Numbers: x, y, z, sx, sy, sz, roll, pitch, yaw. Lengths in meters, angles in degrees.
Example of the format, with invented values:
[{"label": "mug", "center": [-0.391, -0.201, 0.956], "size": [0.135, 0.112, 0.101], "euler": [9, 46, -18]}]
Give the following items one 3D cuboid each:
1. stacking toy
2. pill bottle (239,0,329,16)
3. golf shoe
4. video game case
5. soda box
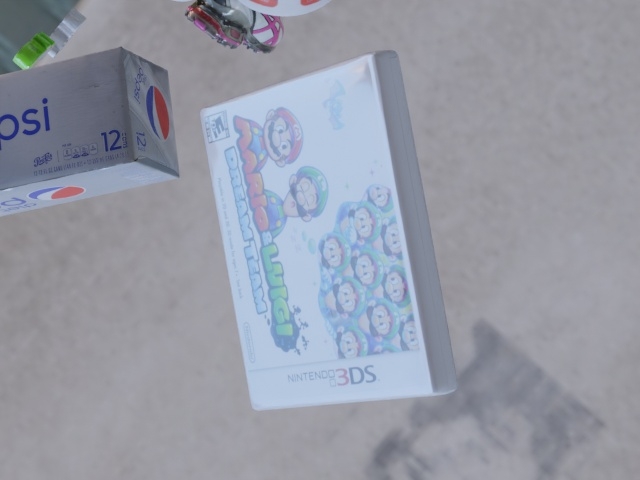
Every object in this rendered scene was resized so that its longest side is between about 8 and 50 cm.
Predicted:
[{"label": "stacking toy", "center": [-0.316, -0.233, 1.671], "size": [0.167, 0.052, 0.221], "euler": [40, -167, -8]}, {"label": "pill bottle", "center": [-0.026, -0.278, 1.401], "size": [0.108, 0.108, 0.193], "euler": [43, 154, 21]}, {"label": "golf shoe", "center": [-0.062, -0.227, 1.687], "size": [0.067, 0.086, 0.186], "euler": [38, -168, 7]}, {"label": "video game case", "center": [0.000, 0.000, 0.844], "size": [0.019, 0.157, 0.143], "euler": [-9, 178, -38]}, {"label": "soda box", "center": [-0.263, -0.075, 1.437], "size": [0.091, 0.286, 0.098], "euler": [20, -120, -69]}]
